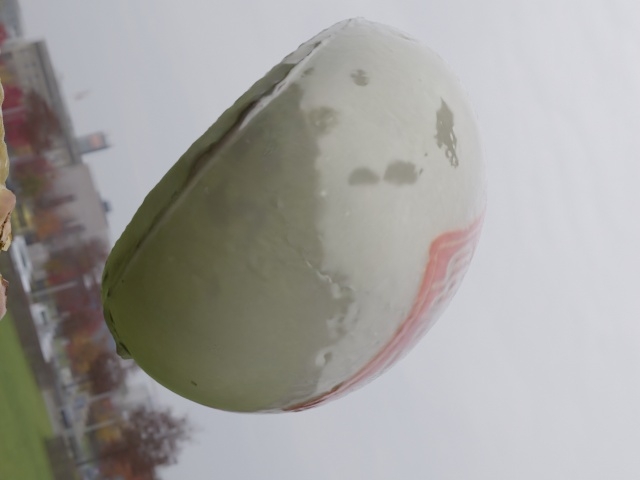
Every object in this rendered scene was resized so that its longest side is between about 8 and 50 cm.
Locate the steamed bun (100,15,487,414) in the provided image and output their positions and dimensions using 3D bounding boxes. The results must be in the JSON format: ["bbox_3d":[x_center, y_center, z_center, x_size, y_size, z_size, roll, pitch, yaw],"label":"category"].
[{"bbox_3d":[0.000,0.000,1.061,0.241,0.374,0.374,41,-18,4],"label":"steamed bun"}]

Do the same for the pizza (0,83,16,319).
[{"bbox_3d":[-0.202,0.029,0.384,0.114,0.277,0.409,29,-60,22],"label":"pizza"}]
